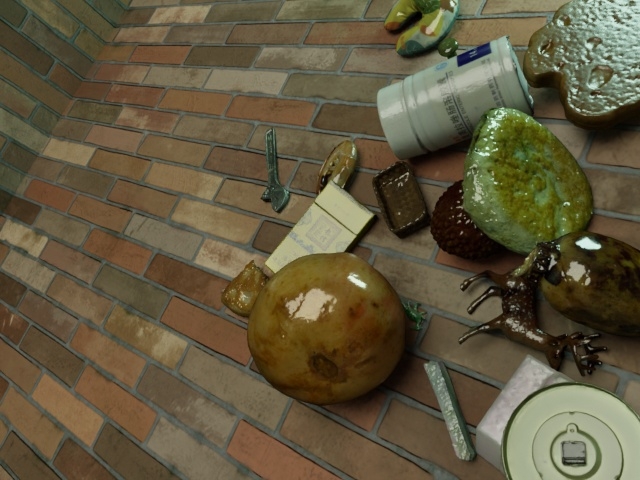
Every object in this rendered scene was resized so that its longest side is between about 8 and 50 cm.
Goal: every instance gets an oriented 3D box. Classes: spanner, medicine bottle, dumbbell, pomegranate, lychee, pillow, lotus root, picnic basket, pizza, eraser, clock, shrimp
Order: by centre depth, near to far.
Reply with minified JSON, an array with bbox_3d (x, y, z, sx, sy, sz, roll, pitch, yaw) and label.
[{"bbox_3d":[0.409,0.345,0.972,0.235,0.029,0.234,-17,57,28],"label":"clock"},{"bbox_3d":[0.460,0.382,0.992,0.397,0.082,0.213,32,85,42],"label":"eraser"},{"bbox_3d":[0.503,0.076,1.055,0.314,0.141,0.169,22,51,8],"label":"lotus root"},{"bbox_3d":[0.324,-0.041,1.271,0.188,0.188,0.188,-17,57,27],"label":"lychee"},{"bbox_3d":[0.018,0.176,1.285,0.338,0.338,0.338,-17,57,27],"label":"pomegranate"},{"bbox_3d":[0.309,-0.325,1.420,0.332,0.190,0.189,-18,56,26],"label":"medicine bottle"},{"bbox_3d":[0.197,-0.099,1.464,0.110,0.055,0.193,-29,52,20],"label":"picnic basket"},{"bbox_3d":[0.336,-0.456,1.522,0.052,0.118,0.046,-44,52,4],"label":"dumbbell"},{"bbox_3d":[-0.186,0.129,1.608,0.182,0.062,0.161,-10,67,36],"label":"pizza"},{"bbox_3d":[0.028,-0.165,1.621,0.133,0.053,0.235,6,71,42],"label":"shrimp"},{"bbox_3d":[0.283,-0.622,1.686,0.214,0.086,0.233,-36,52,28],"label":"pillow"},{"bbox_3d":[-0.140,-0.214,1.784,0.093,0.026,0.325,-23,53,22],"label":"spanner"}]

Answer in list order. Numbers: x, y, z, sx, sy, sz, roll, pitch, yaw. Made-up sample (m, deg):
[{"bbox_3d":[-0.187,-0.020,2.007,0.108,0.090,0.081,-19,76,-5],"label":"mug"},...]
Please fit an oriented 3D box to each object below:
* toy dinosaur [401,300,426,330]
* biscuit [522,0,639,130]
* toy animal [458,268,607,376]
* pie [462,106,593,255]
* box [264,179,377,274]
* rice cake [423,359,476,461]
[{"bbox_3d":[0.199,0.165,1.339,0.083,0.021,0.062,6,82,36],"label":"toy dinosaur"},{"bbox_3d":[0.620,-0.389,1.280,0.359,0.074,0.381,22,73,31],"label":"biscuit"},{"bbox_3d":[0.397,0.147,1.167,0.260,0.087,0.243,-15,59,32],"label":"toy animal"},{"bbox_3d":[0.411,-0.114,1.199,0.070,0.323,0.323,138,144,-59],"label":"pie"},{"bbox_3d":[-0.001,0.001,1.528,0.153,0.041,0.279,39,92,23],"label":"box"},{"bbox_3d":[0.255,0.332,1.191,0.034,0.043,0.210,-34,50,25],"label":"rice cake"}]
